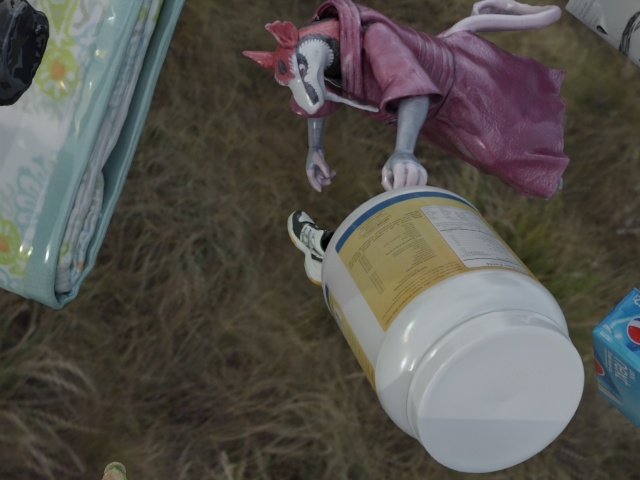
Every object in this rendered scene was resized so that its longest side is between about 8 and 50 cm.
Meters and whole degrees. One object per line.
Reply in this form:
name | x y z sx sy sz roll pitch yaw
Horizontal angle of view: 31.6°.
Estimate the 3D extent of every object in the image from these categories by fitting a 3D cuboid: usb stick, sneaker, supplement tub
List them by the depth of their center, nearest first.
usb stick | -0.298 -0.106 0.706 0.045 0.278 0.077 57 36 -55
supplement tub | 0.094 0.061 0.838 0.144 0.144 0.199 13 24 -25
sneaker | 0.000 0.000 0.952 0.032 0.037 0.083 13 36 -39

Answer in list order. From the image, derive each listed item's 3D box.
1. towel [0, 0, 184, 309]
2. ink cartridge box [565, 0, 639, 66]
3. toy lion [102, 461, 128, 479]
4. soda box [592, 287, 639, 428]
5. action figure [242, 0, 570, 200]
towel | -0.302 -0.167 1.001 0.321 0.374 0.090 24 12 15
ink cartridge box | 0.361 -0.238 1.194 0.180 0.104 0.060 41 64 11
toy lion | -0.226 0.295 1.216 0.100 0.034 0.096 39 93 -11
soda box | 0.340 0.132 1.204 0.067 0.210 0.071 -44 62 -8
action figure | 0.099 -0.164 1.109 0.370 0.248 0.275 17 90 -37
